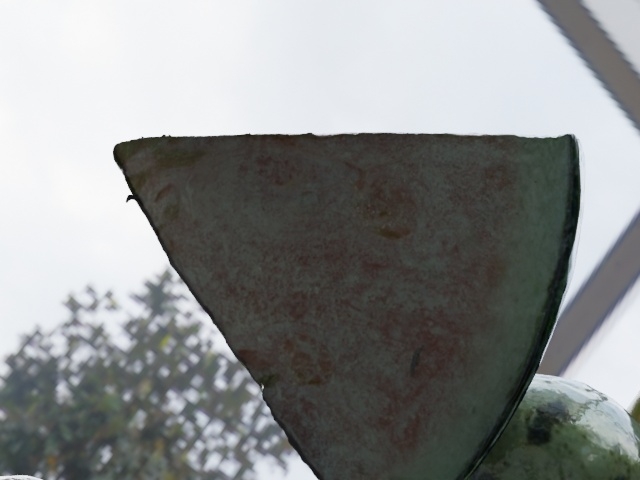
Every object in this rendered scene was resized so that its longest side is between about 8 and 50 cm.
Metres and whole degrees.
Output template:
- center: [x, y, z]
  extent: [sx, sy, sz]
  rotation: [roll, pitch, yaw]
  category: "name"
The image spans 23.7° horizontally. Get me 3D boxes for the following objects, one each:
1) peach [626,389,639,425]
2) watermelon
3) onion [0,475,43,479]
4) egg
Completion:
- center: [0.372, 0.249, 1.236]
  extent: [0.282, 0.314, 0.315]
  rotation: [-28, -60, 12]
  category: "peach"
- center: [0.043, -0.008, 1.006]
  extent: [0.250, 0.283, 0.292]
  rotation: [-35, -71, 2]
  category: "watermelon"
- center: [-0.254, 0.253, 1.149]
  extent: [0.206, 0.098, 0.151]
  rotation: [-45, -112, 20]
  category: "onion"
- center: [0.163, 0.167, 1.115]
  extent: [0.182, 0.141, 0.141]
  rotation: [29, -34, -28]
  category: "egg"
